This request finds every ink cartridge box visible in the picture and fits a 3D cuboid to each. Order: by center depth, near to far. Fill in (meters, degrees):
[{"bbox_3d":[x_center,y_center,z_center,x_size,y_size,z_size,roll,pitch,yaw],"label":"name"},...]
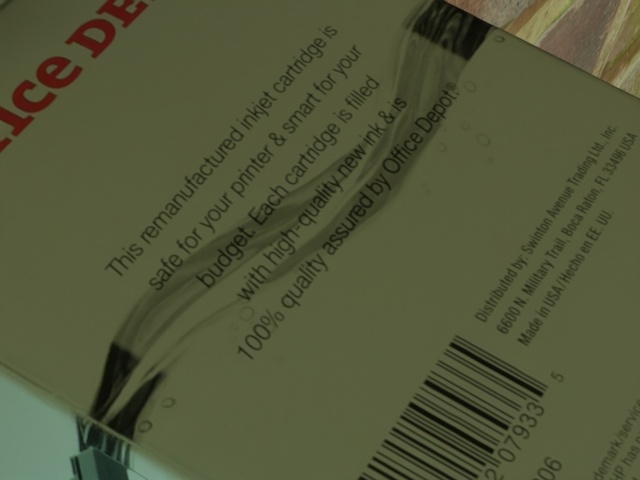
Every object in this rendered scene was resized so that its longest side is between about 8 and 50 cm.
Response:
[{"bbox_3d":[0.009,0.040,0.754,0.285,0.395,0.166,-51,164,-36],"label":"ink cartridge box"}]
